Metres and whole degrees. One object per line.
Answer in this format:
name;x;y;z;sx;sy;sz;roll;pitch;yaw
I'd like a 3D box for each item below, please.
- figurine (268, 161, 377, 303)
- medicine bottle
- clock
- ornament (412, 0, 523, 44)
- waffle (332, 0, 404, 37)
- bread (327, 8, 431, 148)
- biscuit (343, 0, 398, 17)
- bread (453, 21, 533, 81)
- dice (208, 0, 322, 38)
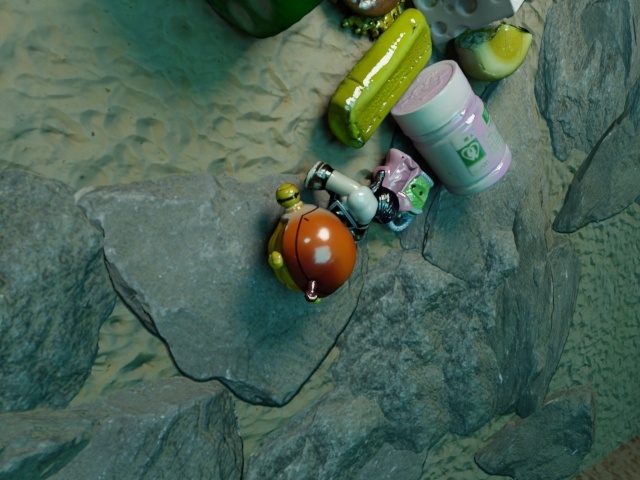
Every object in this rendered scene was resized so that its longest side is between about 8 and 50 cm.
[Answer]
figurine;0.004;-0.001;1.013;0.320;0.196;0.323;48;64;-34
medicine bottle;0.365;-0.302;1.170;0.325;0.212;0.212;43;76;-28
clock;0.211;-0.125;1.173;0.194;0.100;0.196;37;80;-32
ornament;0.385;-0.705;1.075;0.240;0.239;0.240;49;64;-29
waffle;0.122;-0.639;1.062;0.231;0.051;0.229;1;95;-32
bread;0.145;-0.412;1.070;0.384;0.112;0.166;-54;146;-12
biscuit;0.115;-0.644;1.005;0.212;0.036;0.212;-4;98;-29
bread;0.495;-0.552;1.248;0.260;0.158;0.156;-1;109;-31
dice;-0.098;-0.596;0.797;0.297;0.287;0.300;43;76;-29
